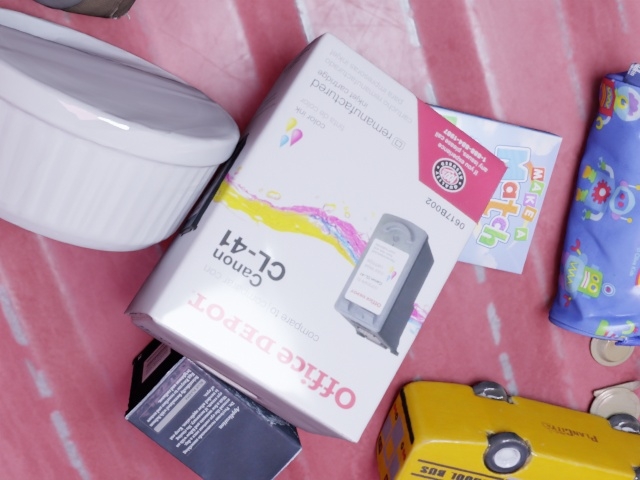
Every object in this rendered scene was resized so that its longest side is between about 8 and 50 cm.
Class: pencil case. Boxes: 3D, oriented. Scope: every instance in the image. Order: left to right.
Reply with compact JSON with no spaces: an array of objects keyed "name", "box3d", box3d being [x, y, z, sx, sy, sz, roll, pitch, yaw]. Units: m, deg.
[{"name":"pencil case","box3d":[0.337,-0.034,0.981,0.119,0.133,0.306,2,106,-22]}]

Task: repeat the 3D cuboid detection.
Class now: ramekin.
[{"name":"ramekin","box3d":[-0.218,-0.097,0.818,0.273,0.273,0.127,23,107,-13]}]

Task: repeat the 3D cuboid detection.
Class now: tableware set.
[{"name":"tableware set","box3d":[0.392,0.160,1.098,0.141,0.020,0.168,-3,107,-6]}]

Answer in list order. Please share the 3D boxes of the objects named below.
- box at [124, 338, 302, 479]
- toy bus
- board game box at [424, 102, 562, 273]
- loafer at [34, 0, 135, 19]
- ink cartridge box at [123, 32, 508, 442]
[{"name":"box","box3d":[-0.113,0.170,0.959,0.158,0.156,0.093,43,95,-16]},{"name":"toy bus","box3d":[0.244,0.257,1.048,0.333,0.108,0.130,15,116,-12]},{"name":"board game box","box3d":[0.139,-0.062,0.993,0.212,0.039,0.160,11,103,-11]},{"name":"loafer","box3d":[-0.144,-0.358,0.844,0.134,0.130,0.366,41,91,16]},{"name":"ink cartridge box","box3d":[0.000,0.000,0.852,0.226,0.131,0.306,34,73,-14]}]
